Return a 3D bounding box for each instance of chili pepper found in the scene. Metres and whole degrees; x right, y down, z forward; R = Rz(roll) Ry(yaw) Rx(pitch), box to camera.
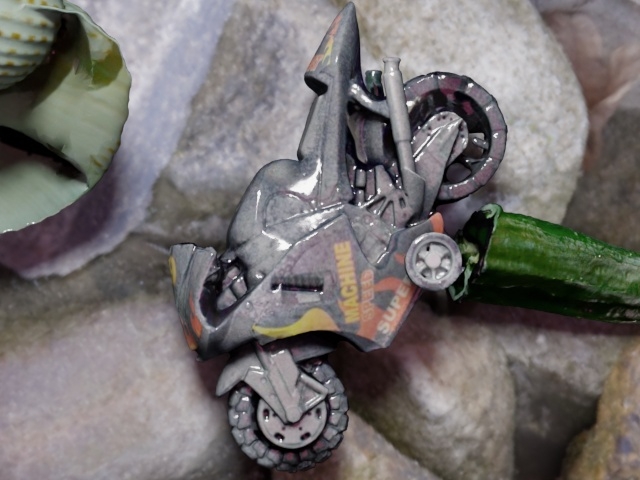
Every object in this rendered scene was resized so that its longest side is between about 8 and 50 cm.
[{"bbox_3d":[0.208,0.025,0.998,0.226,0.088,0.059,9,59,-15],"label":"chili pepper"}]

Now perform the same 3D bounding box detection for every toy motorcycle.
[{"bbox_3d":[0.000,0.000,0.940,0.173,0.108,0.307,30,86,-6],"label":"toy motorcycle"}]

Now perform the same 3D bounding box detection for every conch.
[{"bbox_3d":[-0.220,-0.109,0.878,0.172,0.131,0.200,14,121,-35],"label":"conch"}]
